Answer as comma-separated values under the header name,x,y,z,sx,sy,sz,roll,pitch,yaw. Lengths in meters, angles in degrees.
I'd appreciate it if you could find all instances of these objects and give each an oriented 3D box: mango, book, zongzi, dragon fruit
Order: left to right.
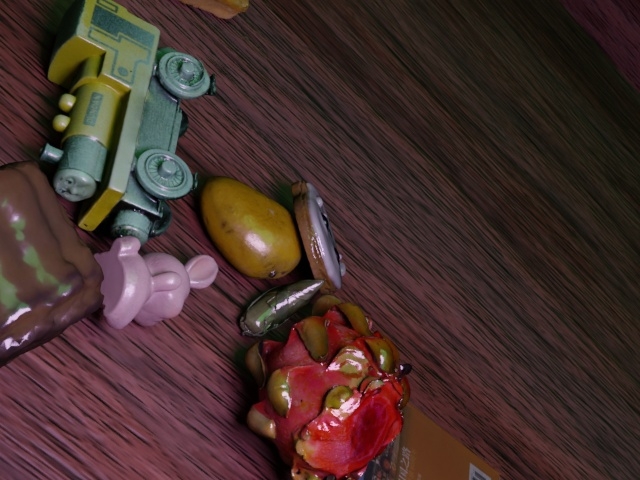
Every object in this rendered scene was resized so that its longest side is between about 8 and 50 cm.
name,x,y,z,sx,sy,sz,roll,pitch,yaw
mango,-0.113,-0.022,1.584,0.195,0.098,0.137,46,41,-4
zongzi,-0.060,0.099,1.533,0.055,0.119,0.109,59,37,-6
dragon fruit,0.019,0.213,1.463,0.243,0.227,0.307,31,31,23
book,0.162,0.397,1.644,0.374,0.028,0.262,40,41,-23

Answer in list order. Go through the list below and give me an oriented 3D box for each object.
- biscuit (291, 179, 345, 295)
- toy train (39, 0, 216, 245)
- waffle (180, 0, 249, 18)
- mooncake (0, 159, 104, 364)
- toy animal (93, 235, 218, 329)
name,x,y,z,sx,sy,sz,roll,pitch,yaw
biscuit,0.000,0.000,1.648,0.208,0.049,0.181,-101,172,-69
toy train,-0.290,-0.164,1.453,0.237,0.150,0.369,24,47,-25
waffle,-0.254,-0.500,1.797,0.274,0.057,0.168,11,57,-44
mooncake,-0.387,0.066,1.033,0.187,0.324,0.324,59,37,-3
toy animal,-0.220,0.067,1.389,0.212,0.124,0.124,9,58,-52
